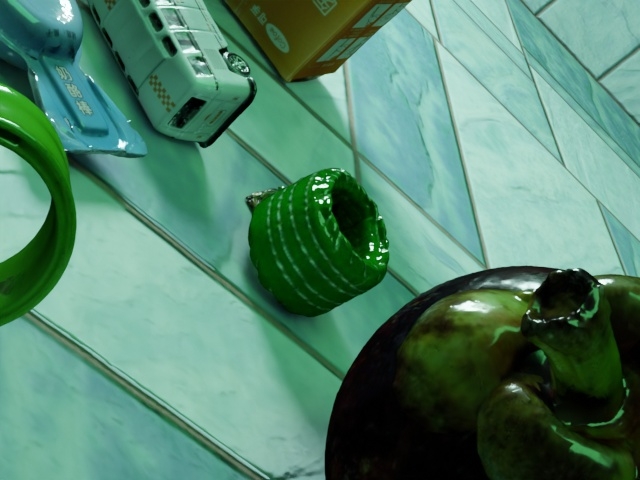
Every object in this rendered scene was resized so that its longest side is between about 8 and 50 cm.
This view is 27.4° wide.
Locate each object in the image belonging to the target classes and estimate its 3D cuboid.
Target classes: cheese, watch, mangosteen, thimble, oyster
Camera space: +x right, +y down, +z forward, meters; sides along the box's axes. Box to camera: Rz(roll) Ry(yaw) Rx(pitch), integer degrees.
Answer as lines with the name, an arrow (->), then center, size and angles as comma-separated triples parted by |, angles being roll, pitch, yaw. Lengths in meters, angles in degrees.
cheese -> -0.226, -0.164, 1.030 | 0.244, 0.052, 0.135 | 58, 25, 14
watch -> -0.202, -0.035, 0.709 | 0.152, 0.165, 0.131 | 22, 15, -20
mangosteen -> 0.161, 0.160, 0.928 | 0.330, 0.330, 0.330 | 41, 24, -23
thimble -> 0.000, 0.000, 1.145 | 0.118, 0.090, 0.130 | 40, 31, -37
oyster -> -0.034, -0.022, 1.219 | 0.083, 0.019, 0.054 | 27, 51, -28

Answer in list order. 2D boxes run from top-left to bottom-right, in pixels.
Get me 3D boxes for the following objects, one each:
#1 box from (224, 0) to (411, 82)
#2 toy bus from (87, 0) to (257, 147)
box -> 0.031, -0.365, 1.465 | 0.225, 0.341, 0.143 | 53, 30, 6
toy bus -> -0.142, -0.181, 1.180 | 0.089, 0.087, 0.194 | -1, 56, -52
